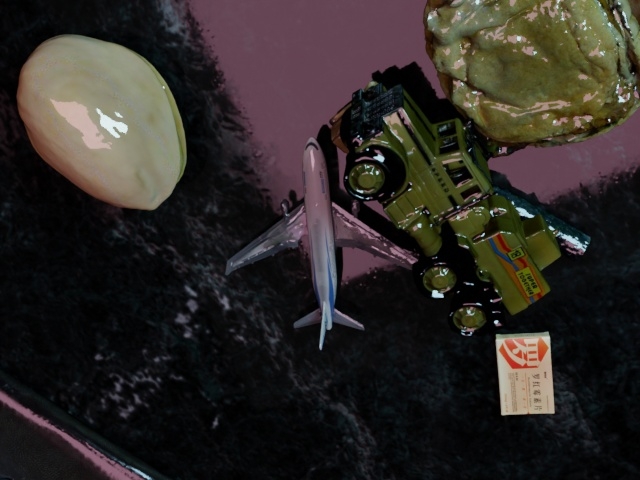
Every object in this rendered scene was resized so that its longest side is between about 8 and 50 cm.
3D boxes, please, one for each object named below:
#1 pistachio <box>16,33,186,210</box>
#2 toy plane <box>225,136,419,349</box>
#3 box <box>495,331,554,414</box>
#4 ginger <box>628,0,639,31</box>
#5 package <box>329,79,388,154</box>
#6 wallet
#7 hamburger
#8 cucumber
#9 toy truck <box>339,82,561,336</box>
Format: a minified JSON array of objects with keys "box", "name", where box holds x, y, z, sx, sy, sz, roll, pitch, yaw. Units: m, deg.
[{"box":[-0.222,-0.123,0.913,0.145,0.117,0.200,-43,97,13],"name":"pistachio"},{"box":[0.001,0.001,0.943,0.226,0.058,0.226,0,103,13],"name":"toy plane"},{"box":[0.224,0.146,0.971,0.058,0.015,0.093,-4,106,12],"name":"box"},{"box":[0.342,-0.200,0.805,0.148,0.081,0.333,5,108,28],"name":"ginger"},{"box":[0.077,-0.096,0.906,0.131,0.047,0.071,35,112,-23],"name":"package"},{"box":[-0.352,0.273,1.091,0.318,0.045,0.172,35,107,0],"name":"wallet"},{"box":[0.201,-0.185,0.828,0.183,0.130,0.206,-16,117,29],"name":"hamburger"},{"box":[0.212,-0.024,0.915,0.133,0.032,0.032,30,109,1],"name":"cucumber"},{"box":[0.120,-0.036,0.840,0.127,0.127,0.257,-32,116,23],"name":"toy truck"}]
